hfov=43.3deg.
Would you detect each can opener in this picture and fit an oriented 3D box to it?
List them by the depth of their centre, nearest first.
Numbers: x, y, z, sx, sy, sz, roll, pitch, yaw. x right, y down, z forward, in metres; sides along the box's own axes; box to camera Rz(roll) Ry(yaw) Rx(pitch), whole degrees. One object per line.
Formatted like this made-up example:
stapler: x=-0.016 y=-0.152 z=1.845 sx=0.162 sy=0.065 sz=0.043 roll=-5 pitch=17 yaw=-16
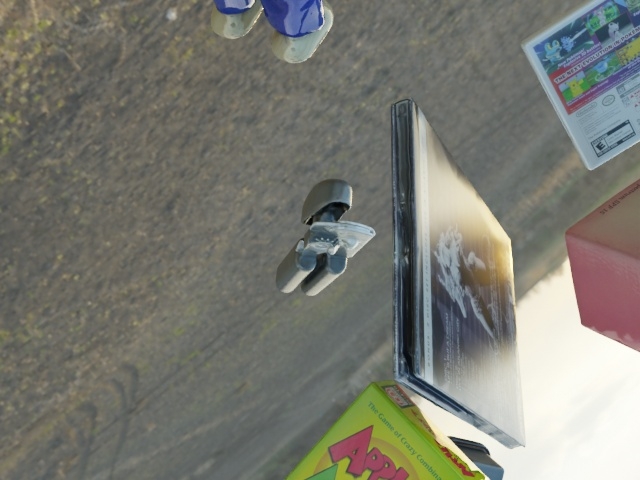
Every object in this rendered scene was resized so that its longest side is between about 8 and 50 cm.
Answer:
can opener: x=0.000 y=0.000 z=1.049 sx=0.075 sy=0.095 sz=0.283 roll=8 pitch=164 yaw=-12

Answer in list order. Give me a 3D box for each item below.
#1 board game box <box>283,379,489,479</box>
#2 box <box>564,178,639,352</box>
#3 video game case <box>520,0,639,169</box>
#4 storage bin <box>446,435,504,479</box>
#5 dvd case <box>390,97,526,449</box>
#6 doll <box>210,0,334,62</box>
board game box: x=0.013 y=0.189 z=0.529 sx=0.181 sy=0.092 sz=0.043 roll=-50 pitch=157 yaw=11
box: x=0.372 y=0.038 z=0.753 sx=0.148 sy=0.127 sz=0.232 roll=-31 pitch=-150 yaw=-21
video game case: x=0.361 y=-0.209 z=0.937 sx=0.201 sy=0.183 sz=0.023 roll=-32 pitch=-158 yaw=9
storage bin: x=0.196 y=0.349 z=1.114 sx=0.091 sy=0.098 sz=0.135 roll=166 pitch=-62 yaw=-78
dvd case: x=0.093 y=0.034 z=0.520 sx=0.018 sy=0.165 sz=0.221 roll=-10 pitch=154 yaw=25
doll: x=-0.043 y=-0.145 z=0.328 sx=0.046 sy=0.129 sz=0.189 roll=-63 pitch=166 yaw=-14
